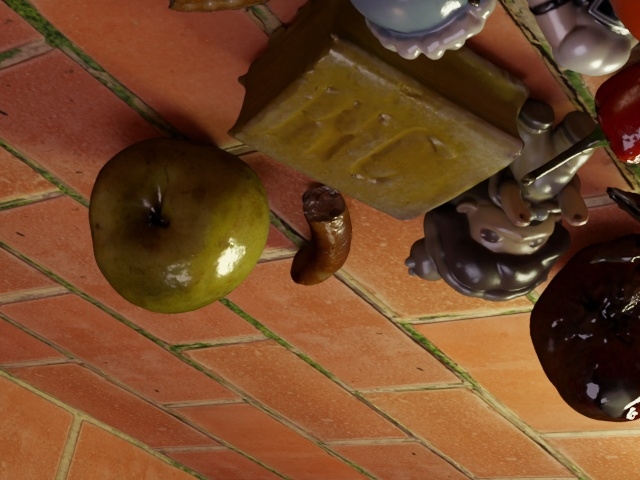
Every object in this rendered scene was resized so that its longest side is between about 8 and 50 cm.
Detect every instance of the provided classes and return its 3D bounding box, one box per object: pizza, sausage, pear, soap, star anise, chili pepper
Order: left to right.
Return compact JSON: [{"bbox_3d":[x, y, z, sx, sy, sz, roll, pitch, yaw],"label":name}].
[{"bbox_3d":[-0.231,-0.020,1.823,0.303,0.304,0.304,9,152,5],"label":"pear"},{"bbox_3d":[-0.130,-0.351,1.374,0.188,0.062,0.199,-8,166,9],"label":"pizza"},{"bbox_3d":[0.005,0.002,1.994,0.102,0.076,0.302,18,151,4],"label":"sausage"},{"bbox_3d":[0.076,-0.185,1.538,0.335,0.156,0.293,25,145,-26],"label":"soap"},{"bbox_3d":[0.430,-0.169,1.449,0.338,0.131,0.134,-15,167,35],"label":"chili pepper"},{"bbox_3d":[0.545,-0.008,1.674,0.288,0.088,0.288,-3,115,-6],"label":"star anise"}]

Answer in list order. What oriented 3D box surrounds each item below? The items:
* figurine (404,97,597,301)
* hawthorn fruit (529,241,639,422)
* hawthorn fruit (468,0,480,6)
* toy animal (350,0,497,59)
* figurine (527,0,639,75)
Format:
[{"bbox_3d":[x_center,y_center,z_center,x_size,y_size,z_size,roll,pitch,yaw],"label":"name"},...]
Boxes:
[{"bbox_3d":[0.286,-0.054,1.674,0.248,0.203,0.381,3,141,-17],"label":"figurine"},{"bbox_3d":[0.503,0.161,1.875,0.308,0.308,0.325,10,158,4],"label":"hawthorn fruit"},{"bbox_3d":[0.120,-0.354,1.072,0.224,0.261,0.224,-7,-175,1],"label":"hawthorn fruit"},{"bbox_3d":[0.116,-0.309,1.285,0.208,0.156,0.204,-3,146,33],"label":"toy animal"},{"bbox_3d":[0.380,-0.276,1.161,0.320,0.196,0.323,8,173,-31],"label":"figurine"}]
